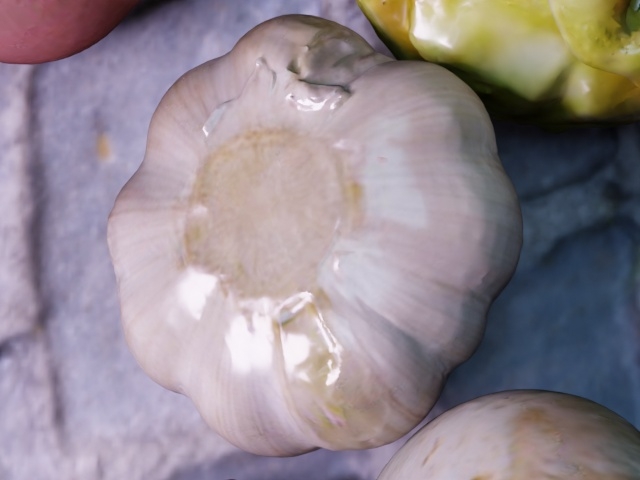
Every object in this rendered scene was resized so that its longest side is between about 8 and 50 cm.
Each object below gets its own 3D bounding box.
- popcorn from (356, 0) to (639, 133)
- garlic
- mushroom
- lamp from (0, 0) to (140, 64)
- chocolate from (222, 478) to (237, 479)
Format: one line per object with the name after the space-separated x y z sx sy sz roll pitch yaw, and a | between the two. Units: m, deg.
0.141 -0.175 0.839 0.276 0.276 0.225 -15 87 0 | popcorn
-0.003 0.002 0.856 0.228 0.152 0.227 -8 74 29 | garlic
0.120 0.197 0.784 0.244 0.243 0.243 -1 75 4 | mushroom
-0.190 -0.245 0.898 0.305 0.239 0.305 -4 75 14 | lamp
-0.159 0.319 0.787 0.360 0.161 0.341 -20 71 -1 | chocolate
